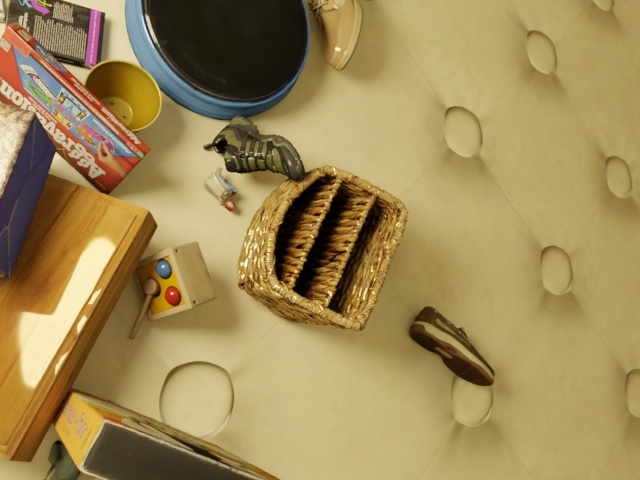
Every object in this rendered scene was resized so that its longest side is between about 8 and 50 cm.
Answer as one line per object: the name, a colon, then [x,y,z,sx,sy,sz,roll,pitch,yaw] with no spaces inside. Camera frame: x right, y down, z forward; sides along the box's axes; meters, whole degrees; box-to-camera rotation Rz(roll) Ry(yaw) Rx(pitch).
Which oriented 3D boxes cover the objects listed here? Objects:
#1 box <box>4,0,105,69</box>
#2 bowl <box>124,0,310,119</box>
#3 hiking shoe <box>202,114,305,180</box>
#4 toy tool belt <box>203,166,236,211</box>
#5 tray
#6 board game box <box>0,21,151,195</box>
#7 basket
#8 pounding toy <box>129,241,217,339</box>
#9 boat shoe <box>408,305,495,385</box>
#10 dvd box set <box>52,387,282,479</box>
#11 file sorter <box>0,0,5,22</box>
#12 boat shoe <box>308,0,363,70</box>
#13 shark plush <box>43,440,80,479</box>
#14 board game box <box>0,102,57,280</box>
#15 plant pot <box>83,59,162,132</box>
box: [-0.487,-0.388,1.037,0.162,0.029,0.115,8,75,-30]
bowl: [-0.196,-0.449,1.163,0.392,0.077,0.390,1,88,-29]
hiking shoe: [-0.130,-0.161,1.124,0.114,0.227,0.086,-44,145,-20]
toy tool belt: [-0.193,-0.105,1.141,0.083,0.052,0.051,48,69,-15]
tray: [-0.447,0.103,0.883,0.203,0.076,0.410,20,68,6]
board game box: [-0.438,-0.214,0.965,0.281,0.145,0.027,45,38,-15]
basket: [0.000,0.000,1.110,0.213,0.223,0.299,43,62,-34]
pounding toy: [-0.281,0.089,1.011,0.100,0.141,0.130,-20,90,-60]
boat shoe: [0.332,0.250,1.357,0.257,0.095,0.095,40,57,-18]
dvd box set: [-0.221,0.312,0.823,0.308,0.420,0.062,31,68,-21]
file sorter: [-0.633,-0.521,0.893,0.193,0.173,0.277,-11,86,-31]
boat shoe: [0.022,-0.553,1.327,0.110,0.122,0.340,10,65,-24]
shark plush: [-0.422,0.388,0.895,0.073,0.067,0.161,42,62,-17]
board game box: [-0.577,-0.096,0.809,0.291,0.141,0.231,14,73,-8]
plant pot: [-0.371,-0.249,1.038,0.134,0.095,0.134,7,77,-29]
